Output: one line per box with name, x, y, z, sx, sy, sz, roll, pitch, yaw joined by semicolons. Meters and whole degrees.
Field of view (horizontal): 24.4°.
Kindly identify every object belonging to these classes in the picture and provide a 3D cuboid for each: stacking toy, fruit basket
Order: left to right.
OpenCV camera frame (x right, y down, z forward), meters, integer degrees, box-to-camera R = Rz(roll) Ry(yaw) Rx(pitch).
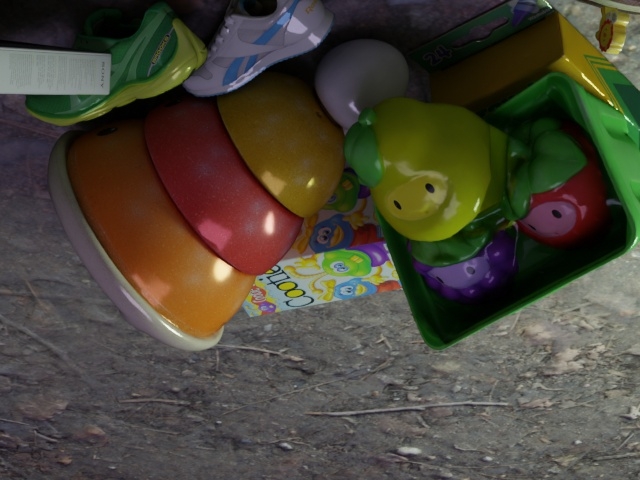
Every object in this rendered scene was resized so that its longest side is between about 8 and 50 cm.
stacking toy;-0.086;-0.108;1.961;0.480;0.351;0.350;-34;139;13
fruit basket;0.201;-0.046;1.872;0.392;0.283;0.392;-19;165;-5
stacking toy;0.420;-0.316;1.704;0.166;0.052;0.221;5;105;-15

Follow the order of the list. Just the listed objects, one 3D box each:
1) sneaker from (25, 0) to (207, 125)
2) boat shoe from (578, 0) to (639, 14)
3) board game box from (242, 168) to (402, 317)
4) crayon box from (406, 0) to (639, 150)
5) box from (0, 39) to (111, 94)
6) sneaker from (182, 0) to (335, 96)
sneaker;-0.269;-0.231;1.883;0.295;0.109;0.124;-16;109;37
boat shoe;0.417;-0.298;1.800;0.257;0.095;0.095;2;153;-7
board game box;0.000;0.000;2.199;0.275;0.142;0.144;-11;146;14
crayon box;0.290;-0.183;1.982;0.203;0.083;0.323;-24;141;31
box;-0.426;-0.208;1.714;0.232;0.059;0.322;10;-172;25
sneaker;-0.095;-0.259;1.857;0.228;0.087;0.092;-25;125;30
